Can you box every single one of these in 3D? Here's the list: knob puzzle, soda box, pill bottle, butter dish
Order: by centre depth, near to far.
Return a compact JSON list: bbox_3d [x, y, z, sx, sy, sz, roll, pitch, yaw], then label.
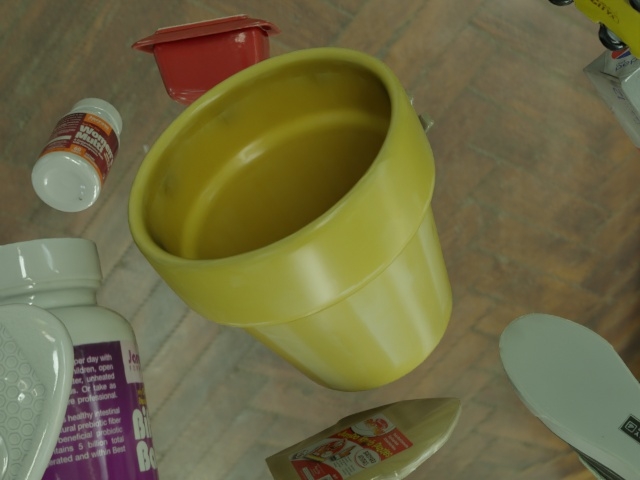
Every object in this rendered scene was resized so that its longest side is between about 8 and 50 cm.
[{"bbox_3d":[-0.235,0.156,0.978,0.169,0.301,0.169,-11,172,-1],"label":"pill bottle"},{"bbox_3d":[0.052,0.204,1.064,0.213,0.213,0.030,-23,99,-3],"label":"knob puzzle"},{"bbox_3d":[0.401,-0.095,1.163,0.098,0.091,0.286,-41,111,3],"label":"soda box"},{"bbox_3d":[-0.120,-0.190,1.279,0.160,0.160,0.118,-10,95,4],"label":"butter dish"},{"bbox_3d":[-0.427,-0.158,1.980,0.121,0.221,0.121,3,127,4],"label":"pill bottle"}]

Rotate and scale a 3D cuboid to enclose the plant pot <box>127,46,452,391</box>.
[{"bbox_3d":[0.000,0.000,0.977,0.254,0.254,0.239,-31,130,5],"label":"plant pot"}]

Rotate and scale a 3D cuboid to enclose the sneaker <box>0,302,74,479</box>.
[{"bbox_3d":[-0.217,0.168,0.644,0.295,0.104,0.147,-62,171,0],"label":"sneaker"}]

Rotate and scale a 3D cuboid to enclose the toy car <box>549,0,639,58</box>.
[{"bbox_3d":[0.242,-0.096,0.613,0.053,0.225,0.239,-47,117,-12],"label":"toy car"}]

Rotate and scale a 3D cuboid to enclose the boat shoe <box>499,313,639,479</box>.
[{"bbox_3d":[0.215,0.142,0.806,0.078,0.219,0.070,-38,151,-17],"label":"boat shoe"}]

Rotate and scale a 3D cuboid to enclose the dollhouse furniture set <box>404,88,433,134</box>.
[{"bbox_3d":[-0.035,-0.151,1.790,0.374,0.201,0.152,-28,161,-23],"label":"dollhouse furniture set"}]
